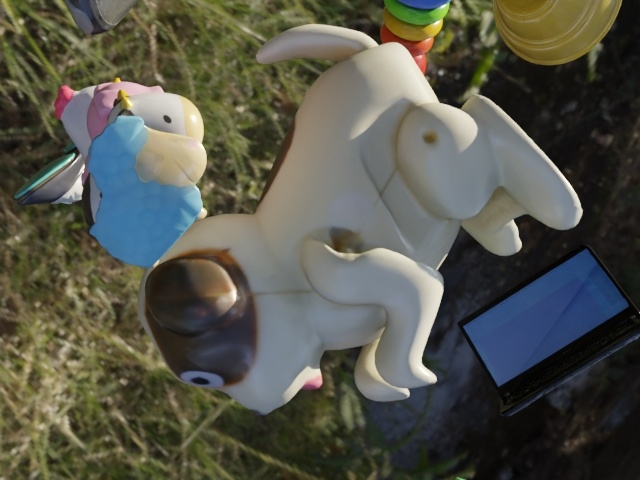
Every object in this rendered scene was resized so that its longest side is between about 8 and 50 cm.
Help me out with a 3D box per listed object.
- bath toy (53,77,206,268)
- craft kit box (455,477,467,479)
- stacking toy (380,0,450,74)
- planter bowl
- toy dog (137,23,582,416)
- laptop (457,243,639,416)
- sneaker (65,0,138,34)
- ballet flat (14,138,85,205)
[{"bbox_3d":[-0.197,-0.097,1.052,0.129,0.348,0.151,42,91,-24],"label":"bath toy"},{"bbox_3d":[0.223,0.456,1.284,0.061,0.250,0.246,31,82,-47],"label":"craft kit box"},{"bbox_3d":[0.152,-0.374,1.677,0.141,0.141,0.330,-30,149,-33],"label":"stacking toy"},{"bbox_3d":[0.323,-0.370,1.536,0.090,0.217,0.217,1,117,-50],"label":"planter bowl"},{"bbox_3d":[0.000,0.000,1.094,0.408,0.395,0.284,-41,-173,-11],"label":"toy dog"},{"bbox_3d":[0.317,0.116,1.461,0.234,0.136,0.264,-34,173,8],"label":"laptop"},{"bbox_3d":[-0.174,-0.319,1.083,0.267,0.106,0.101,-68,151,-29],"label":"sneaker"},{"bbox_3d":[-0.319,-0.095,1.382,0.203,0.074,0.074,-61,156,-43],"label":"ballet flat"}]
